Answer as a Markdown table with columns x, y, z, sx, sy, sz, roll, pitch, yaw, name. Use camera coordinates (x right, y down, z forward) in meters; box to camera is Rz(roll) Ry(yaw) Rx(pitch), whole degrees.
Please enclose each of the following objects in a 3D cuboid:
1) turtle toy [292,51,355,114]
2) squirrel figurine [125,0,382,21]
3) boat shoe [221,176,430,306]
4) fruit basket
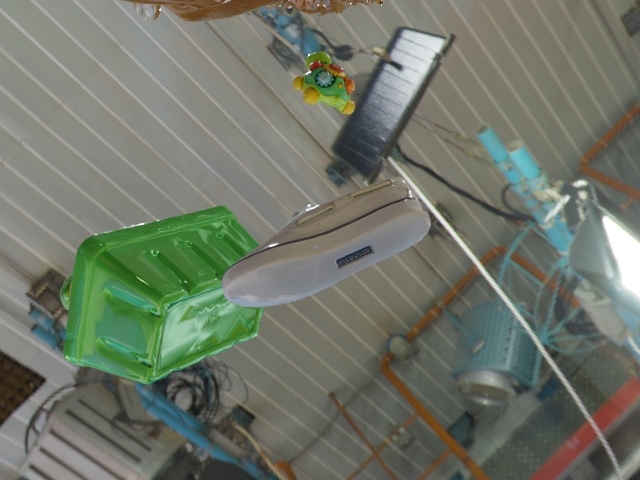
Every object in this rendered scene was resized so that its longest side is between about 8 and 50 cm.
| x | y | z | sx | sy | sz | roll | pitch | yaw | name |
| --- | --- | --- | --- | --- | --- | --- | --- | --- | --- |
| 0.008 | -0.264 | 1.361 | 0.095 | 0.130 | 0.066 | 10 | -60 | -32 | turtle toy |
| -0.121 | -0.351 | 0.945 | 0.397 | 0.370 | 0.281 | 6 | -90 | -26 | squirrel figurine |
| 0.000 | 0.000 | 0.990 | 0.258 | 0.084 | 0.095 | -20 | -37 | -6 | boat shoe |
| -0.323 | 0.079 | 1.504 | 0.392 | 0.392 | 0.283 | 3 | -65 | -25 | fruit basket |
